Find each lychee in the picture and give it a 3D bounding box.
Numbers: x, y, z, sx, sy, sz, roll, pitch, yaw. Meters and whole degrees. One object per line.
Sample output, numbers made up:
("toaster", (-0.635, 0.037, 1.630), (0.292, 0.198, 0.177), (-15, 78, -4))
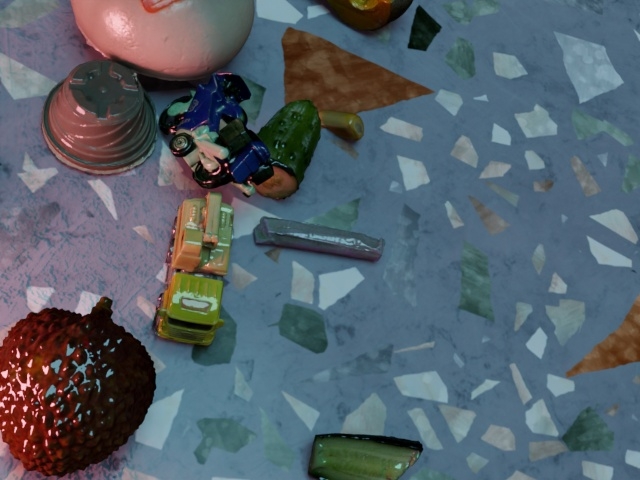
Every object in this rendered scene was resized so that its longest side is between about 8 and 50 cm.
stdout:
("lychee", (-0.405, 0.232, 1.574), (0.276, 0.276, 0.304), (18, 71, -8))

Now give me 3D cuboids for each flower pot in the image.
("flower pot", (-0.424, -0.258, 1.875), (0.235, 0.140, 0.235), (8, 63, -15))

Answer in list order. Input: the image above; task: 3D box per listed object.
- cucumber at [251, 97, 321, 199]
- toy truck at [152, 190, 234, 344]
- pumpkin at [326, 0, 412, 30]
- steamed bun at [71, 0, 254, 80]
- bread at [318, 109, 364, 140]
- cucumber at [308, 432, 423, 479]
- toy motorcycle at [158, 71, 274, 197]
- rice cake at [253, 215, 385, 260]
("cucumber", (-0.063, -0.207, 1.967), (0.134, 0.134, 0.244), (26, 56, -3))
("toy truck", (-0.224, 0.043, 1.780), (0.124, 0.157, 0.272), (12, 62, -10))
("pumpkin", (0.090, -0.560, 2.188), (0.248, 0.126, 0.131), (26, 67, 18))
("steamed bun", (-0.305, -0.509, 1.935), (0.374, 0.241, 0.374), (14, 48, -17))
("bread", (0.048, -0.249, 2.065), (0.049, 0.103, 0.062), (-54, 131, -19))
("cucumber", (0.077, 0.394, 1.749), (0.193, 0.115, 0.086), (8, 20, -8))
("toy motorcycle", (-0.197, -0.217, 1.862), (0.196, 0.125, 0.331), (-37, 42, -1))
("rice cake", (0.000, -0.001, 1.929), (0.270, 0.049, 0.055), (9, 42, -13))
